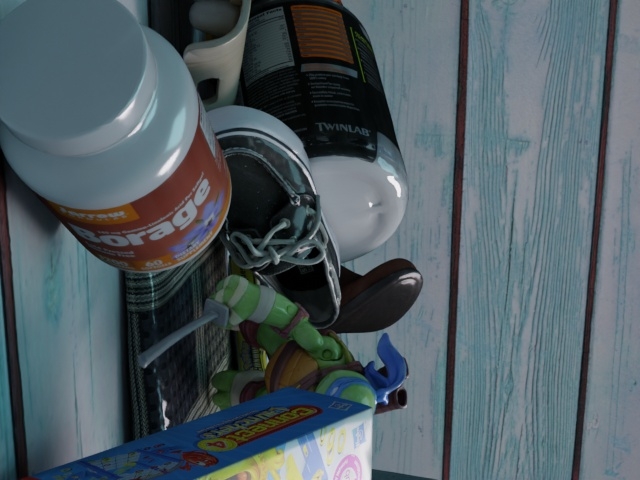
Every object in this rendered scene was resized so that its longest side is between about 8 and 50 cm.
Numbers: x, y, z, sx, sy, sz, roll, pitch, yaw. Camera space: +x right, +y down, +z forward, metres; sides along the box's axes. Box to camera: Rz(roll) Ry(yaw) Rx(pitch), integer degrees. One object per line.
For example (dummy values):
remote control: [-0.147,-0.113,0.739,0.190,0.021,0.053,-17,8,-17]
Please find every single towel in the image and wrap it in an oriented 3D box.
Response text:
towel: [-0.145,0.095,1.090,0.324,0.056,0.312,-60,148,-77]

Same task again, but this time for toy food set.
toy food set: [-0.117,-0.289,1.108,0.220,0.092,0.306,118,-23,-73]

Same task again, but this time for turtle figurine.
turtle figurine: [-0.079,0.132,0.977,0.198,0.274,0.266,58,-11,-13]

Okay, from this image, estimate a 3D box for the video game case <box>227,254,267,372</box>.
video game case: [-0.092,0.189,1.349,0.275,0.035,0.248,99,-15,-59]

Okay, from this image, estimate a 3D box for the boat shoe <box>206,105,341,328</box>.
boat shoe: [-0.048,-0.010,1.099,0.306,0.113,0.105,69,8,-51]

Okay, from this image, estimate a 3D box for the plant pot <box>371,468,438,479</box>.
plant pot: [-0.002,0.458,1.486,0.248,0.252,0.247,-23,118,-54]

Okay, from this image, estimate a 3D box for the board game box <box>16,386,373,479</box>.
board game box: [-0.082,0.284,0.726,0.302,0.086,0.308,-10,103,-54]

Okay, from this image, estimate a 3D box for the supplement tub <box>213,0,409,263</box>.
supplement tub: [-0.021,-0.153,1.285,0.207,0.207,0.338,86,-5,-51]

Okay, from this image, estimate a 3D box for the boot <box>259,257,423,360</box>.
boot: [0.000,0.000,1.375,0.264,0.096,0.280,-41,-126,43]

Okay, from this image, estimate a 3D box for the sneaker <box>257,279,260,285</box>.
sneaker: [-0.084,0.059,1.693,0.178,0.072,0.077,99,-17,-80]

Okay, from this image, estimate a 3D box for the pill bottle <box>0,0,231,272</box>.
pill bottle: [-0.130,-0.063,0.670,0.216,0.121,0.121,76,16,-72]
